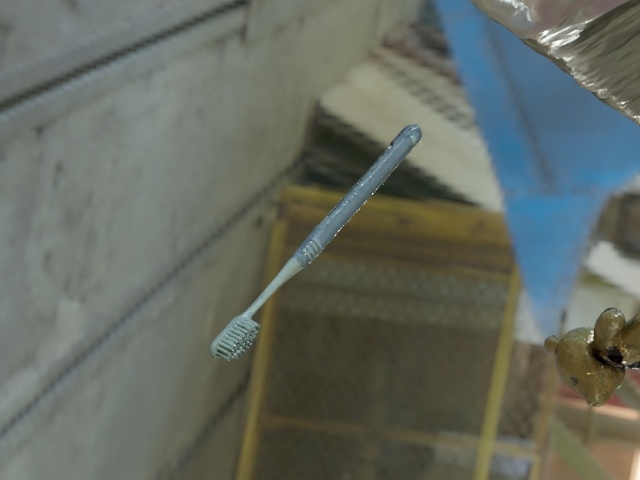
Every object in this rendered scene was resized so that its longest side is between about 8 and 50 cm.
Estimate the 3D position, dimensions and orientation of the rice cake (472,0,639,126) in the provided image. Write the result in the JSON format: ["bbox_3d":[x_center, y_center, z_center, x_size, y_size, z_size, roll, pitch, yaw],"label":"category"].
[{"bbox_3d":[0.095,-0.063,0.518,0.070,0.064,0.399,-50,164,10],"label":"rice cake"}]

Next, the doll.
[{"bbox_3d":[0.178,0.058,1.158,0.093,0.061,0.051,-43,-145,22],"label":"doll"}]

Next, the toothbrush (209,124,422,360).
[{"bbox_3d":[0.000,0.000,1.331,0.219,0.019,0.016,-49,134,-22],"label":"toothbrush"}]
